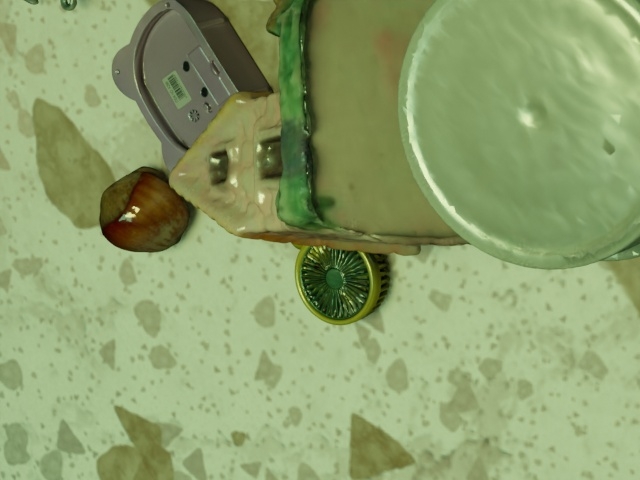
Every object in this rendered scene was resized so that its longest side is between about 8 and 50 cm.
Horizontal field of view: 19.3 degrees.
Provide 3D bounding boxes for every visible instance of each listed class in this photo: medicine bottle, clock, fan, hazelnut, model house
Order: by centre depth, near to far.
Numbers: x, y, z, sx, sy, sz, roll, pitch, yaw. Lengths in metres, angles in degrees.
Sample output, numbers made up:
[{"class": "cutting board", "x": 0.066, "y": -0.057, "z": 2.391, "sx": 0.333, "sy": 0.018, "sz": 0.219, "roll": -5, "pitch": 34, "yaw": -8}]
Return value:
[{"class": "medicine bottle", "x": 0.211, "y": -0.109, "z": 1.292, "sx": 0.245, "sy": 0.306, "sz": 0.245, "roll": 9, "pitch": 108, "yaw": 30}, {"class": "model house", "x": 0.005, "y": -0.105, "z": 1.465, "sx": 0.237, "sy": 0.202, "sz": 0.237, "roll": -8, "pitch": 84, "yaw": 57}, {"class": "fan", "x": 0.000, "y": 0.000, "z": 1.615, "sx": 0.082, "sy": 0.039, "sz": 0.155, "roll": -44, "pitch": 77, "yaw": 33}, {"class": "clock", "x": -0.108, "y": -0.131, "z": 1.642, "sx": 0.110, "sy": 0.050, "sz": 0.153, "roll": -36, "pitch": 82, "yaw": 33}, {"class": "hazelnut", "x": -0.158, "y": -0.025, "z": 1.691, "sx": 0.086, "sy": 0.086, "sz": 0.086, "roll": 9, "pitch": 107, "yaw": 30}]

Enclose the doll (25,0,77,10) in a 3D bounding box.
[{"class": "doll", "x": -0.263, "y": -0.292, "z": 1.695, "sx": 0.104, "sy": 0.062, "sz": 0.195, "roll": -29, "pitch": 78, "yaw": 17}]
